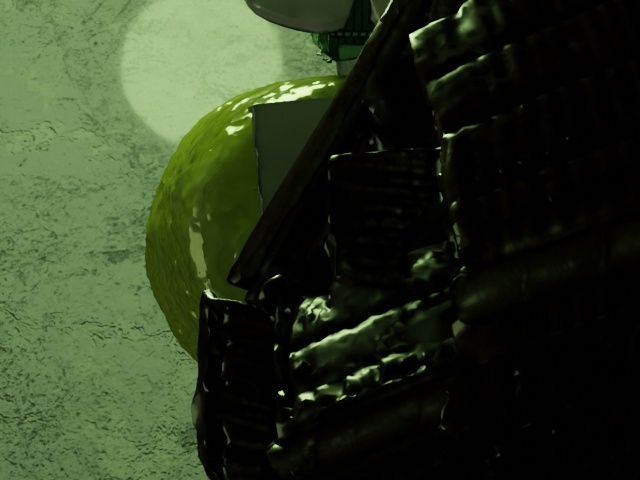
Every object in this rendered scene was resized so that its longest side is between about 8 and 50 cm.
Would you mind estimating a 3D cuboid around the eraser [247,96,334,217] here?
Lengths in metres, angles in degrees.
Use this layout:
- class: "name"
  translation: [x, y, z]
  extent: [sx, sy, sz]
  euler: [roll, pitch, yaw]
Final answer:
- class: "eraser"
  translation: [0.078, -0.013, 0.975]
  extent: [0.038, 0.230, 0.157]
  euler: [128, 137, -81]

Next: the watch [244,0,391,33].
- class: "watch"
  translation: [0.039, -0.269, 1.152]
  extent: [0.231, 0.244, 0.196]
  euler: [69, -166, -72]

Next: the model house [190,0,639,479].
- class: "model house"
  translation: [0.072, -0.004, 0.719]
  extent: [0.282, 0.317, 0.297]
  euler: [-60, -48, -88]

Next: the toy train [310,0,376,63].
- class: "toy train"
  translation: [0.066, -0.228, 1.596]
  extent: [0.269, 0.154, 0.115]
  euler: [-112, 14, -80]

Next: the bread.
- class: "bread"
  translation: [0.000, 0.000, 1.627]
  extent: [0.308, 0.348, 0.348]
  euler: [-178, 82, -82]
